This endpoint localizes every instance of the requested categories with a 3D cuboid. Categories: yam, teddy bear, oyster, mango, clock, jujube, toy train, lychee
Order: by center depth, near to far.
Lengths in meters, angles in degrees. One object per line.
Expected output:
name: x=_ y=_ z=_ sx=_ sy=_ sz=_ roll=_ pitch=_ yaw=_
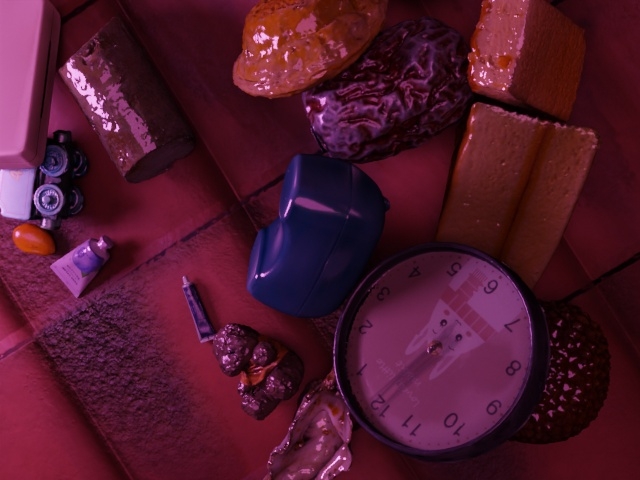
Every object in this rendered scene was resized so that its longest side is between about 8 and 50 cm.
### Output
clock: x=0.200 y=0.186 z=1.432 sx=0.386 sy=0.076 sz=0.386 roll=-11 pitch=67 yaw=26
lychee: x=0.395 y=0.231 z=1.495 sx=0.267 sy=0.267 sz=0.267 roll=0 pitch=93 yaw=4
jujube: x=0.124 y=-0.267 z=1.508 sx=0.317 sy=0.226 sz=0.226 roll=-28 pitch=91 yaw=1
yam: x=-0.375 y=-0.272 z=1.574 sx=0.168 sy=0.168 sz=0.304 roll=-31 pitch=93 yaw=5
teddy bear: x=-0.126 y=0.235 z=1.601 sx=0.190 sy=0.177 sz=0.140 roll=37 pitch=50 yaw=1
oyster: x=-0.008 y=0.378 z=1.609 sx=0.166 sy=0.110 sz=0.341 roll=15 pitch=97 yaw=8
toy train: x=-0.547 y=-0.123 z=1.621 sx=0.154 sy=0.107 sz=0.198 roll=9 pitch=94 yaw=11
mango: x=-0.574 y=0.000 z=1.659 sx=0.089 sy=0.046 sz=0.060 roll=32 pitch=97 yaw=-11

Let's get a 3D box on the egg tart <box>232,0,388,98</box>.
egg tart: x=-0.033 y=-0.389 z=1.477 sx=0.319 sy=0.319 sz=0.128 roll=-27 pitch=126 yaw=5

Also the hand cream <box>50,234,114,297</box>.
hand cream: x=-0.472 y=0.043 z=1.654 sx=0.142 sy=0.053 sz=0.084 roll=-39 pitch=91 yaw=15

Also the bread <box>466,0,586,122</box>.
bread: x=0.365 y=-0.323 z=1.459 sx=0.114 sy=0.274 sz=0.185 roll=15 pitch=95 yaw=36

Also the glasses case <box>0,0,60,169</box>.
glasses case: x=-0.588 y=-0.303 z=1.572 sx=0.144 sy=0.076 sz=0.336 roll=-1 pitch=74 yaw=10

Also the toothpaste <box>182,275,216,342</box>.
toothpaste: x=-0.248 y=0.136 z=1.654 sx=0.037 sy=0.021 sz=0.140 roll=-20 pitch=93 yaw=4

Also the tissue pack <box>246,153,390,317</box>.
tissue pack: x=0.000 y=0.000 z=1.507 sx=0.206 sy=0.198 sz=0.287 roll=18 pitch=124 yaw=-11

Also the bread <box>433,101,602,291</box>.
bread: x=0.336 y=-0.036 z=1.500 sx=0.233 sy=0.245 sz=0.362 roll=13 pitch=90 yaw=2
